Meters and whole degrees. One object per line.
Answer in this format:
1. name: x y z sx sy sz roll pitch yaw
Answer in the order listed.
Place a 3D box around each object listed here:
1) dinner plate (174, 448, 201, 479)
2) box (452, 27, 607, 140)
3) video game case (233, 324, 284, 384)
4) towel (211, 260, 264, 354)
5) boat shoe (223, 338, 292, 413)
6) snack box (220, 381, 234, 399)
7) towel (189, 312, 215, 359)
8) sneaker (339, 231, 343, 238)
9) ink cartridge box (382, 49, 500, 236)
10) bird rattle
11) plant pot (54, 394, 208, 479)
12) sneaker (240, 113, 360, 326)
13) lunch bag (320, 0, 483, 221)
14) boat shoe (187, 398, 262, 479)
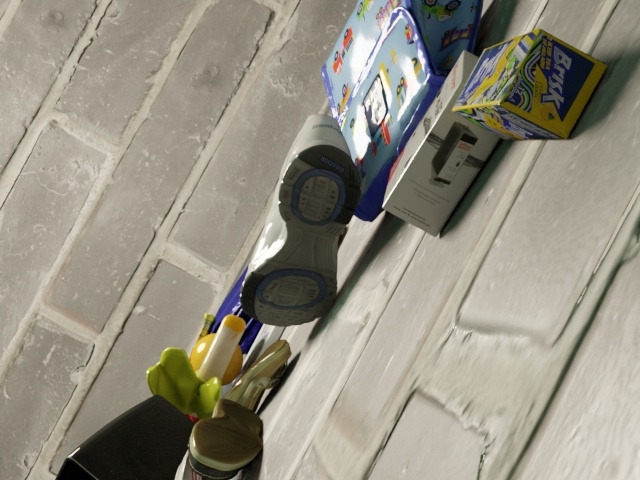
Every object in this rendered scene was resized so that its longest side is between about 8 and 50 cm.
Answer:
1. dinner plate: -0.162 0.314 1.333 0.141 0.017 0.141 3 -90 -85
2. box: 0.146 -0.109 0.806 0.059 0.054 0.169 -62 7 3
3. video game case: -0.085 0.156 1.701 0.157 0.019 0.143 -62 6 -8
4. towel: -0.105 0.094 1.947 0.227 0.076 0.308 -55 6 2
5. boat shoe: -0.073 0.180 1.420 0.153 0.048 0.056 -48 1 38
6. snack box: -0.213 0.294 1.900 0.174 0.070 0.207 -63 8 -16
7. towel: -0.230 0.228 1.820 0.102 0.021 0.237 102 -168 -81
8. sneaker: 0.000 0.000 1.587 0.067 0.042 0.118 -67 15 -13
9. ink cartridge box: 0.113 -0.086 0.966 0.135 0.056 0.099 -59 6 25
10. bird rattle: -0.162 0.213 1.672 0.206 0.143 0.253 -63 -8 -15
11. plant pot: -0.236 0.325 1.508 0.167 0.187 0.188 -50 -3 -40
12. sneaker: -0.018 -0.016 1.316 0.129 0.111 0.297 -86 15 -50
13. lunch bag: 0.100 -0.175 1.301 0.293 0.138 0.221 -88 22 -45
14. boat shoe: -0.115 0.246 1.296 0.223 0.080 0.073 -68 1 -84
